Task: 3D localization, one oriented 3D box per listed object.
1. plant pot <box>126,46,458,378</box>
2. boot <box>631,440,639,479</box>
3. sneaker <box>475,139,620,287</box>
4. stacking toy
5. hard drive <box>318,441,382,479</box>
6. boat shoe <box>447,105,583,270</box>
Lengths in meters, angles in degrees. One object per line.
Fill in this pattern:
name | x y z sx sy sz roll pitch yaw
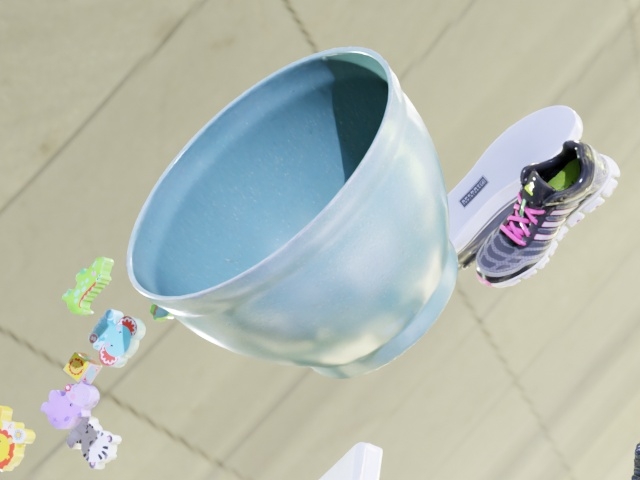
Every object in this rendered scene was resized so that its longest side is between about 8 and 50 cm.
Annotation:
plant pot | 0.000 0.000 1.455 0.293 0.293 0.196 -46 119 -7
boot | 0.386 0.344 1.743 0.094 0.207 0.246 -12 -165 19
sneaker | 0.202 -0.031 1.525 0.170 0.063 0.075 -44 136 2
stacking toy | -0.213 0.123 1.540 0.221 0.052 0.167 -57 155 7
hard drive | 0.004 0.434 2.077 0.203 0.040 0.307 -50 -157 46
boat shoe | 0.208 -0.050 1.780 0.228 0.080 0.076 -47 132 13
